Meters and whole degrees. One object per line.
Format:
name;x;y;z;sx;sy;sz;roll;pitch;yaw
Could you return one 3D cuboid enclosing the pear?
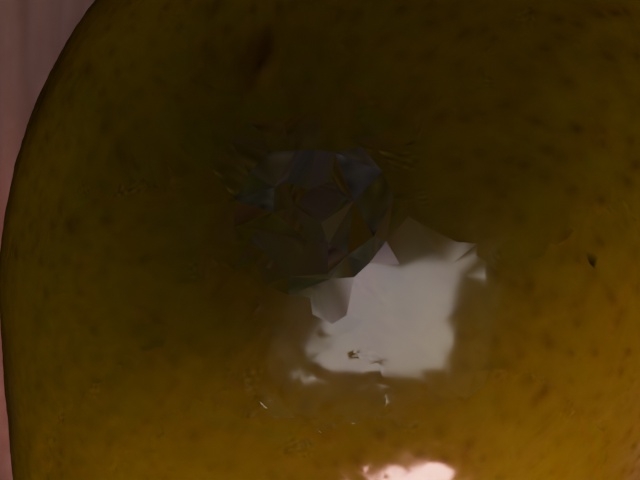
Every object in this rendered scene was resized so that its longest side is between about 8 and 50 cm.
pear;0.000;0.000;0.611;0.340;0.191;0.386;28;89;15
